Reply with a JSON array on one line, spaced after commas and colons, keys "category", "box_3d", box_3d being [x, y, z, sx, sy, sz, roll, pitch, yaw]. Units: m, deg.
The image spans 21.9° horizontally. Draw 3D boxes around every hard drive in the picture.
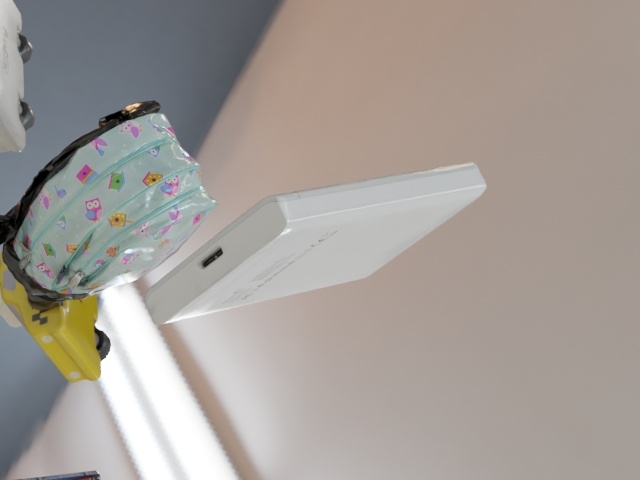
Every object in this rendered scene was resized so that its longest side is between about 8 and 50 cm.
[{"category": "hard drive", "box_3d": [0.000, 0.000, 1.841, 0.233, 0.353, 0.047, -37, -107, 38]}]

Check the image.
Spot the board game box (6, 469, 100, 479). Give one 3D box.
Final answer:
[{"category": "board game box", "box_3d": [-0.270, 0.329, 1.680, 0.060, 0.194, 0.194, -157, -116, -71]}]

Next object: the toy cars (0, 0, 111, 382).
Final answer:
[{"category": "toy cars", "box_3d": [-0.278, -0.058, 1.446, 0.087, 0.394, 0.176, -19, 177, 8]}]

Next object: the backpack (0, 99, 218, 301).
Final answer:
[{"category": "backpack", "box_3d": [-0.160, -0.029, 1.291, 0.152, 0.115, 0.182, -38, 178, -36]}]
